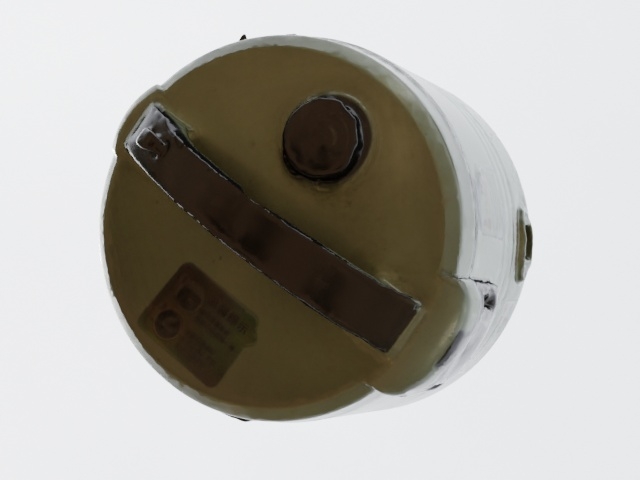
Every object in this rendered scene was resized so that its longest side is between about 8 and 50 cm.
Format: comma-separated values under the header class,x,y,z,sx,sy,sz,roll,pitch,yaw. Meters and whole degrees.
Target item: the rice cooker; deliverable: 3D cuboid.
class,x,y,z,sx,sy,sz,roll,pitch,yaw
rice cooker,0.000,0.000,1.087,0.226,0.244,0.226,-1,-95,16
